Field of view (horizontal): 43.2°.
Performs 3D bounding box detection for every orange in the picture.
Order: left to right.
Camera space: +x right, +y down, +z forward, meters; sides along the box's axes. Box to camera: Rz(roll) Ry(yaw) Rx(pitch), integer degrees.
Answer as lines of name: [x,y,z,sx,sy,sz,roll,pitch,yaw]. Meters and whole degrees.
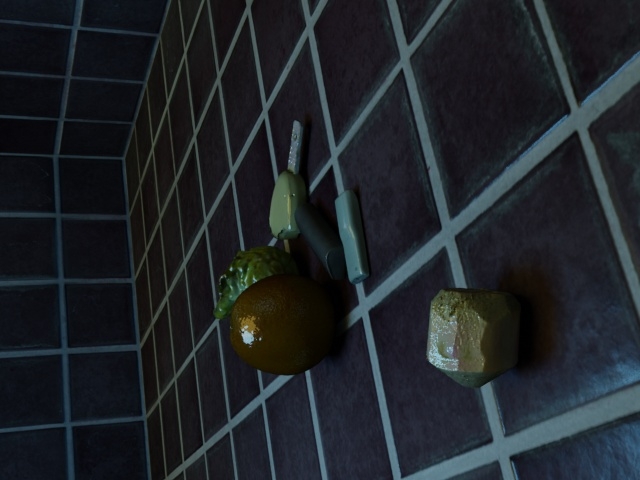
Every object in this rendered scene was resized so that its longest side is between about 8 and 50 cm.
orange: [-0.072,0.159,1.526,0.206,0.206,0.206,180,90,-67]

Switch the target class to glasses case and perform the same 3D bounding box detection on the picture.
glasses case: [0.000,0.000,1.551,0.191,0.042,0.072,-126,24,-54]

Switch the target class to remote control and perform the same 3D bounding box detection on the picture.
remote control: [0.054,-0.006,1.440,0.061,0.029,0.162,134,131,-62]

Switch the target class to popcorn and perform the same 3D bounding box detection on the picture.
popcorn: [-0.137,0.110,1.701,0.198,0.212,0.198,-9,-90,-76]

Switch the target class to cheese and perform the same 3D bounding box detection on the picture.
cheese: [-0.060,-0.121,1.683,0.127,0.050,0.256,-137,50,-60]

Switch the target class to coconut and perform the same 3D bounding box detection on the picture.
coconut: [0.190,0.123,1.010,0.116,0.116,0.122,-173,84,-67]
